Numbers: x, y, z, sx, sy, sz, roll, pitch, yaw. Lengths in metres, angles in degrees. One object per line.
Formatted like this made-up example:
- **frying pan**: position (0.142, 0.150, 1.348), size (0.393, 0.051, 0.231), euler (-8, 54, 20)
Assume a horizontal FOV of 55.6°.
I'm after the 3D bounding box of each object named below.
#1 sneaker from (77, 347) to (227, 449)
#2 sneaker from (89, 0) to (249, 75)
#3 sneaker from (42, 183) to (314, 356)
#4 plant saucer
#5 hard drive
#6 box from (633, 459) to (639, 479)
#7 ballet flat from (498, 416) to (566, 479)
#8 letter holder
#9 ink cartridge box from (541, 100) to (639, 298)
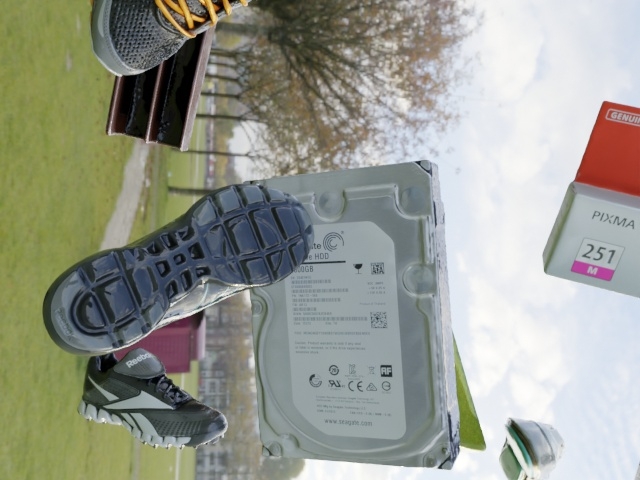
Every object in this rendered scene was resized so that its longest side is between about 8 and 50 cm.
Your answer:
- **sneaker**: position (-0.223, 0.196, 0.783), size (0.078, 0.235, 0.106), euler (-13, 107, -61)
- **sneaker**: position (-0.074, -0.193, 0.423), size (0.083, 0.215, 0.084), euler (51, 7, 32)
- **sneaker**: position (-0.127, 0.020, 0.562), size (0.106, 0.268, 0.101), euler (-21, -89, 56)
- **plant saucer**: position (0.129, 0.206, 0.845), size (0.188, 0.045, 0.188), euler (-36, -115, 59)
- **hard drive**: position (0.032, 0.086, 0.710), size (0.064, 0.237, 0.338), euler (-3, 90, -68)
- **box**: position (0.425, 0.308, 0.726), size (0.052, 0.083, 0.062), euler (71, 43, -69)
- **ballet flat**: position (0.254, 0.245, 0.719), size (0.213, 0.068, 0.072), euler (69, -2, -59)
- **letter holder**: position (-0.325, -0.347, 1.248), size (0.214, 0.152, 0.301), euler (-125, -131, -78)
- **ink cartridge box**: position (0.466, -0.032, 0.792), size (0.060, 0.275, 0.238), euler (-59, 162, -59)
